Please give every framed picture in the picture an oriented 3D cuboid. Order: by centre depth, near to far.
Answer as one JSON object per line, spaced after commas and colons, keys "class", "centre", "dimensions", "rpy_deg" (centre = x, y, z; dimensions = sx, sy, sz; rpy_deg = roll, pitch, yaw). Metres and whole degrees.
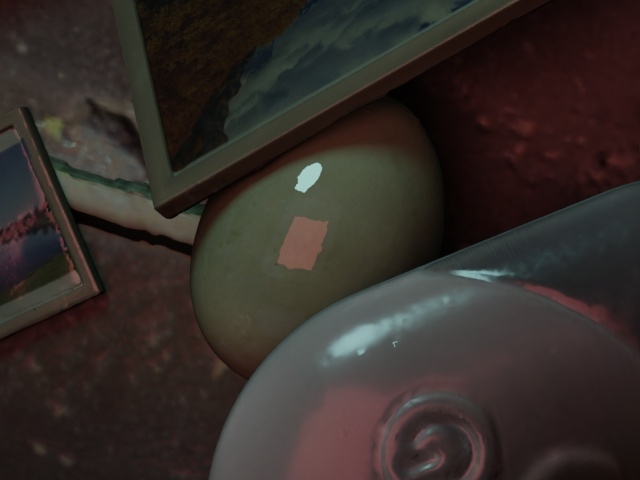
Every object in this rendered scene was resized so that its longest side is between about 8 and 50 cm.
{"class": "framed picture", "centre": [0.011, -0.136, 0.853], "dimensions": [0.250, 0.016, 0.184], "rpy_deg": [-28, 50, 18]}
{"class": "framed picture", "centre": [-0.200, 0.007, 0.981], "dimensions": [0.149, 0.011, 0.109], "rpy_deg": [-25, 87, 17]}

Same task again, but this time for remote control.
{"class": "remote control", "centre": [0.111, 0.100, 0.818], "dimensions": [0.332, 0.103, 0.221], "rpy_deg": [-23, 106, -2]}

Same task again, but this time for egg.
{"class": "egg", "centre": [0.000, 0.000, 0.868], "dimensions": [0.114, 0.114, 0.152], "rpy_deg": [30, 100, 12]}
